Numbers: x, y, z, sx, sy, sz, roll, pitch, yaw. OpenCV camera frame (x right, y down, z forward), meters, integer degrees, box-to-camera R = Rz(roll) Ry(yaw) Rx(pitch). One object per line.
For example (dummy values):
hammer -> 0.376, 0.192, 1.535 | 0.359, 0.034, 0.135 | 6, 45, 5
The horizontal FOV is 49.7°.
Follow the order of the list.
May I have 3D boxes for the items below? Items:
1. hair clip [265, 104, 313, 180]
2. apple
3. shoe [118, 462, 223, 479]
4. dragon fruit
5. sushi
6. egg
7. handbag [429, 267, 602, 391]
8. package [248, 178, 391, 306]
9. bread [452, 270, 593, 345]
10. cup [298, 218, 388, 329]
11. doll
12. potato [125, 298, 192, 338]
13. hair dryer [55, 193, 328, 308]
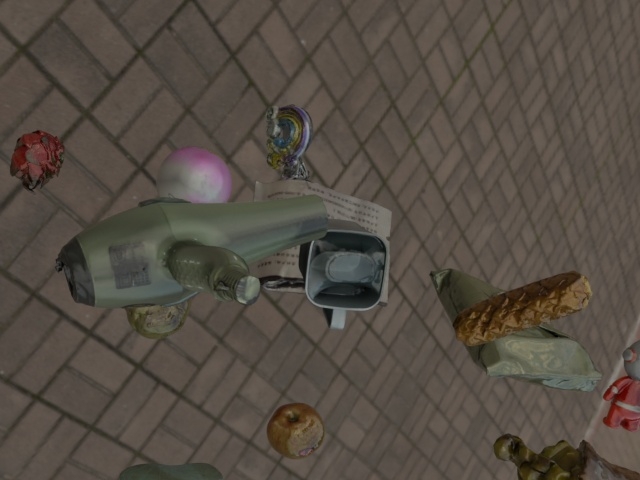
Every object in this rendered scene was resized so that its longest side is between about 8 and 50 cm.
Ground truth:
hair clip -> -0.060, -0.203, 1.381 | 0.049, 0.116, 0.172 | 13, 67, -57
apple -> -0.053, 0.405, 1.485 | 0.126, 0.126, 0.102 | -32, 127, -35
shoe -> -0.255, 0.425, 1.169 | 0.195, 0.079, 0.078 | 9, 102, -46
dragon fruit -> -0.659, -0.189, 1.615 | 0.142, 0.121, 0.130 | -53, 164, -7
sushi -> 0.274, 0.293, 0.707 | 0.296, 0.179, 0.167 | 34, 59, -58
egg -> -0.319, -0.143, 1.759 | 0.196, 0.271, 0.196 | -5, 104, -21
handbag -> 0.361, 0.167, 1.301 | 0.253, 0.316, 0.109 | 17, 111, -18
package -> 0.000, 0.000, 1.174 | 0.062, 0.250, 0.204 | 110, -11, -61
bread -> 0.214, 0.074, 0.743 | 0.052, 0.157, 0.044 | -28, 91, -57
cup -> 0.022, 0.041, 0.866 | 0.095, 0.129, 0.128 | 5, 100, -8
doll -> 0.706, 0.307, 1.535 | 0.142, 0.076, 0.245 | 12, 98, -20
potato -> -0.406, 0.133, 1.785 | 0.165, 0.164, 0.262 | 52, 39, -44
hair dryer -> -0.059, 0.001, 0.538 | 0.219, 0.224, 0.088 | -23, 107, -46
